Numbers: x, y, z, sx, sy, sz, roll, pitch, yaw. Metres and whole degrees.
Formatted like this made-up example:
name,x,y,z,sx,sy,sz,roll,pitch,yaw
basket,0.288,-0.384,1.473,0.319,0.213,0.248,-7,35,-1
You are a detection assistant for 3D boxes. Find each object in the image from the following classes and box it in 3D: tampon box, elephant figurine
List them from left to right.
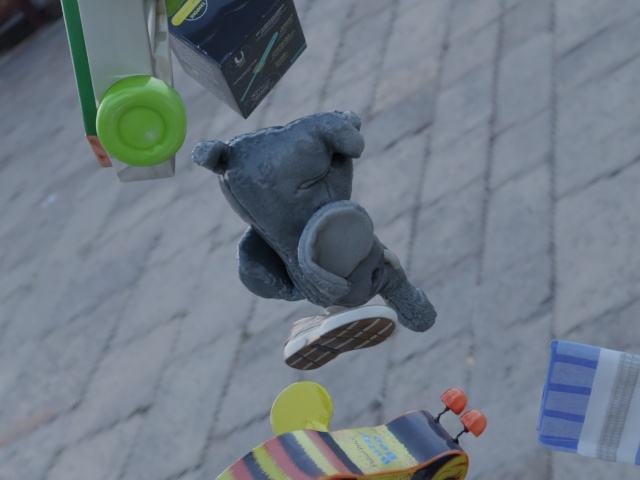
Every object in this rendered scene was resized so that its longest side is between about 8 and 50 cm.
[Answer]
name,x,y,z,sx,sy,sz,roll,pitch,yaw
tampon box,-0.098,-0.236,1.758,0.120,0.101,0.161,-50,-16,-8
elephant figurine,0.000,0.000,1.544,0.186,0.239,0.169,-15,0,3

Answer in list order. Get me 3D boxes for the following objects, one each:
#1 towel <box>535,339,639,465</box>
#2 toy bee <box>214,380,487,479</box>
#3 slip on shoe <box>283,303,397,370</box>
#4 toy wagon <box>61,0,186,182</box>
name,x,y,z,sx,sy,sz,roll,pitch,yaw
towel,0.405,0.216,1.868,0.285,0.209,0.034,13,51,11
toy bee,0.043,0.176,1.210,0.162,0.195,0.298,-55,-17,14
slip on shoe,0.016,0.073,1.337,0.135,0.051,0.041,-34,44,50
toy wagon,-0.134,-0.217,1.015,0.068,0.344,0.267,-7,30,-1
